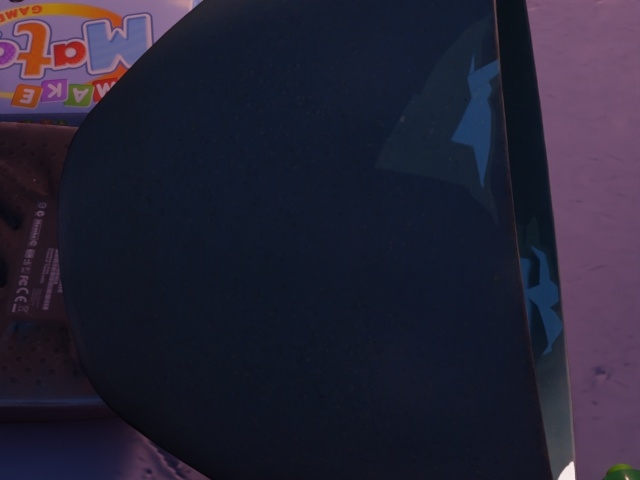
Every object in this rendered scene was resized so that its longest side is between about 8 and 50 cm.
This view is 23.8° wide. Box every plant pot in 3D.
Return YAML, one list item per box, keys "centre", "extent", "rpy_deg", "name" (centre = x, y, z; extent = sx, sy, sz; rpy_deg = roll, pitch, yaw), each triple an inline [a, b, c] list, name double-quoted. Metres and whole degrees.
- centre: [0.000, 0.000, 0.667]
  extent: [0.195, 0.290, 0.290]
  rpy_deg: [-6, 57, 12]
  name: "plant pot"

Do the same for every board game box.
- centre: [-0.149, -0.149, 0.910]
  extent: [0.160, 0.039, 0.211]
  rpy_deg: [-1, 58, 4]
  name: "board game box"

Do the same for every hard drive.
- centre: [-0.193, 0.017, 0.798]
  extent: [0.255, 0.054, 0.172]
  rpy_deg: [3, 58, 5]
  name: "hard drive"

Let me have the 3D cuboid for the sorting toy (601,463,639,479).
- centre: [0.293, 0.112, 0.686]
  extent: [0.366, 0.127, 0.126]
  rpy_deg: [-7, 28, 4]
  name: "sorting toy"
